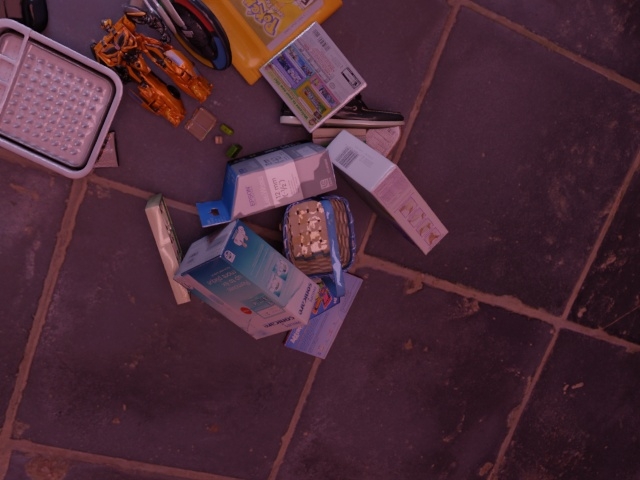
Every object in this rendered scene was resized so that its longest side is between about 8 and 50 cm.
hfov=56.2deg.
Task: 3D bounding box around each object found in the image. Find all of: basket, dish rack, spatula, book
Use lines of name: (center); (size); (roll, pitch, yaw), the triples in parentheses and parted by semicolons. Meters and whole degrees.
basket: (0.000, 0.000, 1.619); (0.200, 0.289, 0.255); (-12, 105, -16)
dish rack: (-0.659, -0.334, 1.441); (0.332, 0.072, 0.286); (26, 100, -7)
spatula: (-0.415, -0.591, 1.421); (0.019, 0.168, 0.242); (-40, 107, -16)
book: (0.054, -0.270, 1.647); (0.144, 0.096, 0.035); (-1, 68, 5)

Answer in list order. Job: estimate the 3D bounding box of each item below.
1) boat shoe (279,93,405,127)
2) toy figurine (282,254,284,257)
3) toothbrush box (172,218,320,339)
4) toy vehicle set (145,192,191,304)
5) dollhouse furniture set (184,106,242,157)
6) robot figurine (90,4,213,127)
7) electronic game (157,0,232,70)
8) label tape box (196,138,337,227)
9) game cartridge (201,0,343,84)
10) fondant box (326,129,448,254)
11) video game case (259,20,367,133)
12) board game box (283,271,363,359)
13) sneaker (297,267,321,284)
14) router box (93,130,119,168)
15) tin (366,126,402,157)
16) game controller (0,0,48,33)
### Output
boat shoe: (0.062, -0.360, 1.620); (0.339, 0.127, 0.113); (2, 94, 2)
toy figurine: (-0.212, 0.076, 1.701); (0.159, 0.130, 0.173); (30, 121, -7)
toothbrush box: (-0.184, 0.108, 1.524); (0.295, 0.216, 0.126); (41, 48, -27)
toy vehicle set: (-0.399, 0.018, 1.588); (0.035, 0.166, 0.267); (-16, 109, -7)
dollhouse furniture set: (-0.281, -0.286, 1.610); (0.151, 0.058, 0.076); (39, 101, -2)
robot figurine: (-0.419, -0.427, 1.472); (0.211, 0.085, 0.291); (-36, 120, 24)
electronic game: (-0.301, -0.505, 1.438); (0.048, 0.229, 0.229); (-48, 112, -17)
label tape box: (-0.159, -0.157, 1.556); (0.347, 0.249, 0.115); (-16, 109, -10)
game cartridge: (-0.145, -0.600, 1.501); (0.323, 0.053, 0.285); (-41, 123, 4)
fondant box: (0.175, -0.125, 1.601); (0.096, 0.238, 0.330); (-47, 135, 2)
video game case: (-0.019, -0.419, 1.546); (0.193, 0.023, 0.212); (-39, 92, 5)
board game box: (0.008, 0.216, 1.823); (0.145, 0.027, 0.281); (23, 99, -21)
sneaker: (-0.065, 0.105, 1.765); (0.135, 0.052, 0.058); (-3, 75, 0)
router box: (-0.584, -0.232, 1.538); (0.122, 0.038, 0.092); (-5, 106, -13)
tin: (0.155, -0.278, 1.720); (0.106, 0.040, 0.190); (34, 95, -16)
game controller: (-0.807, -0.560, 1.386); (0.318, 0.067, 0.167); (-5, 121, -13)
